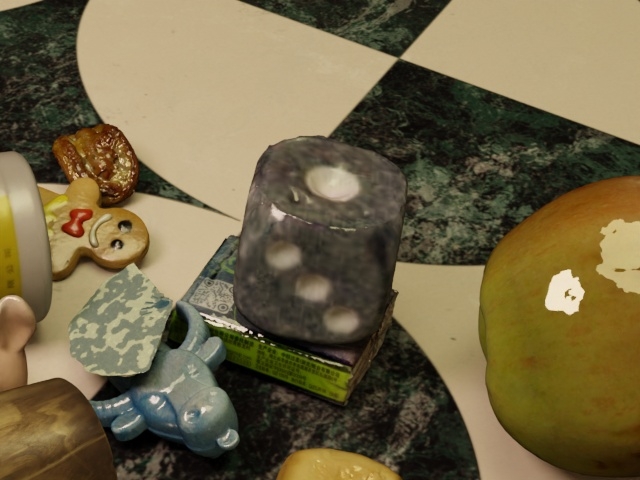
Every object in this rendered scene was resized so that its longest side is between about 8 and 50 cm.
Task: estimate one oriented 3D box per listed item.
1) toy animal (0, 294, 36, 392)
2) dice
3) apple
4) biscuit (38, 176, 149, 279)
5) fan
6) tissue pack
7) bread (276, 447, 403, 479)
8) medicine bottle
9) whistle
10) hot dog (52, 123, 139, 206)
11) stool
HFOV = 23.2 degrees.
[{"bbox_3d":[-0.427,0.177,1.621,0.256,0.195,0.213,-5,81,-32],"label":"toy animal"},{"bbox_3d":[0.000,0.000,1.806,0.182,0.183,0.181,12,37,2],"label":"dice"},{"bbox_3d":[0.322,0.103,1.762,0.305,0.338,0.338,-17,42,0],"label":"apple"},{"bbox_3d":[-0.334,-0.022,1.978,0.240,0.035,0.158,10,56,5],"label":"biscuit"},{"bbox_3d":[-0.230,0.094,1.794,0.131,0.009,0.240,-20,31,1],"label":"fan"},{"bbox_3d":[-0.044,0.092,1.887,0.235,0.073,0.173,19,40,12],"label":"tissue pack"},{"bbox_3d":[0.010,0.316,1.602,0.147,0.098,0.217,14,41,5],"label":"bread"},{"bbox_3d":[-0.495,0.020,1.785,0.339,0.208,0.208,-10,42,-20],"label":"medicine bottle"},{"bbox_3d":[-0.180,0.160,1.762,0.180,0.093,0.269,-42,54,-20],"label":"whistle"},{"bbox_3d":[-0.302,-0.106,2.088,0.099,0.065,0.147,-19,44,-17],"label":"hot dog"},{"bbox_3d":[-0.347,0.247,1.485,0.264,0.179,0.179,-13,43,-33],"label":"stool"}]
